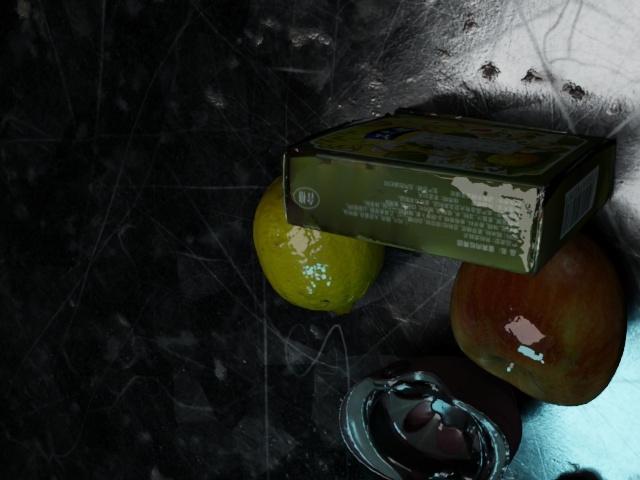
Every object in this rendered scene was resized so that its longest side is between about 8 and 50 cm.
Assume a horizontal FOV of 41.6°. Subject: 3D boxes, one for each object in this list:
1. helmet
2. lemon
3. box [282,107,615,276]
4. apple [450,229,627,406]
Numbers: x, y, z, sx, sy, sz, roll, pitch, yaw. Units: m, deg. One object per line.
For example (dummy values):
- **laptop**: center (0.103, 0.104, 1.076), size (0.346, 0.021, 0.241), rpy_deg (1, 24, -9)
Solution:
- **helmet**: center (0.224, 0.328, 1.580), size (0.338, 0.197, 0.270), rpy_deg (-4, 111, 40)
- **lemon**: center (0.000, 0.000, 1.587), size (0.245, 0.245, 0.319), rpy_deg (0, 115, 33)
- **box**: center (0.211, -0.098, 1.337), size (0.420, 0.373, 0.138), rpy_deg (12, 113, 29)
- **apple**: center (0.364, 0.105, 1.381), size (0.302, 0.301, 0.301), rpy_deg (11, 111, 30)
